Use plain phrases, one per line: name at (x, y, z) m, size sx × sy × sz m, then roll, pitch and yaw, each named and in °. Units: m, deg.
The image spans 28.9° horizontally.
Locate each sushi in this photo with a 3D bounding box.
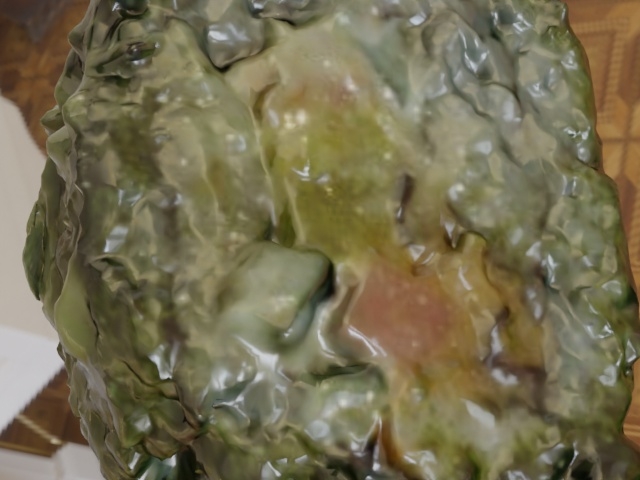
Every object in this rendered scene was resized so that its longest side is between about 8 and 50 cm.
sushi at (0.000, 0.000, 0.652) m, size 0.178 × 0.294 × 0.351 m, roll 135°, pitch 131°, yaw -63°
